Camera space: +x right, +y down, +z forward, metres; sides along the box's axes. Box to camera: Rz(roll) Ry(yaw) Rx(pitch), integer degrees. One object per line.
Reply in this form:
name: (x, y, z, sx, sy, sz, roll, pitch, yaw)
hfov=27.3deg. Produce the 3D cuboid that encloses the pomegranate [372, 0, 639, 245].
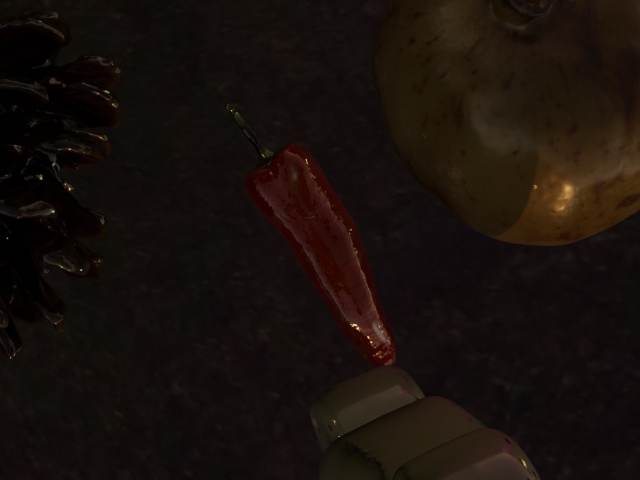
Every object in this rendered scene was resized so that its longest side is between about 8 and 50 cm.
pomegranate: (0.140, -0.111, 0.848, 0.215, 0.215, 0.215, -3, 99, -23)

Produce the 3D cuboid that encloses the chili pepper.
chili pepper: (0.000, 0.000, 1.070, 0.063, 0.071, 0.272, -28, 106, 13)

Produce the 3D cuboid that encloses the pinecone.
pinecone: (-0.268, -0.055, 1.066, 0.244, 0.244, 0.309, -6, 68, -23)

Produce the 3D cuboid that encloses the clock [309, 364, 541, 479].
clock: (0.101, 0.235, 0.783, 0.114, 0.284, 0.309, -24, 102, -10)
